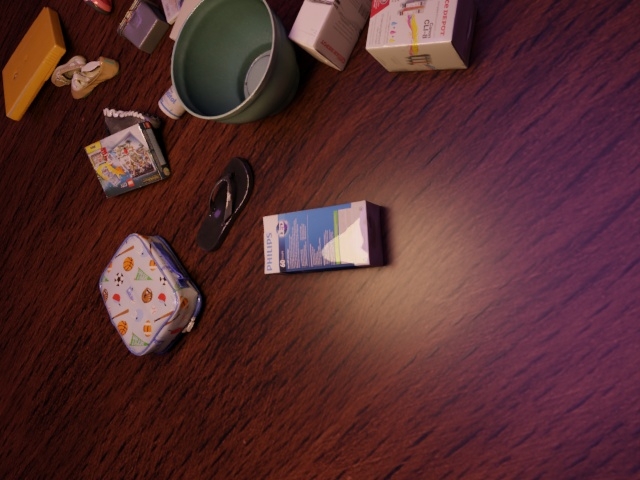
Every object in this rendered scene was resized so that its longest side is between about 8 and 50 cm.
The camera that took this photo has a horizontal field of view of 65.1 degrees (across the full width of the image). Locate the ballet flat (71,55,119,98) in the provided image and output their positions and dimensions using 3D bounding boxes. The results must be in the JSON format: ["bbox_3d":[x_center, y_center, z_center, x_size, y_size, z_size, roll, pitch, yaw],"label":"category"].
[{"bbox_3d":[-0.732,-0.519,1.578,0.232,0.073,0.080,-19,75,28],"label":"ballet flat"}]

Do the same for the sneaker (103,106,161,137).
[{"bbox_3d":[-0.546,-0.324,1.452,0.234,0.078,0.106,14,99,31],"label":"sneaker"}]

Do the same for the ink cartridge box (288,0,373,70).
[{"bbox_3d":[0.032,-0.490,1.084,0.082,0.139,0.191,34,102,27],"label":"ink cartridge box"}]

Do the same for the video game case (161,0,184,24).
[{"bbox_3d":[-0.401,-0.723,1.435,0.143,0.019,0.157,-26,72,26],"label":"video game case"}]

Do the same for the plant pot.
[{"bbox_3d":[-0.169,-0.399,1.162,0.293,0.196,0.293,-3,84,31],"label":"plant pot"}]

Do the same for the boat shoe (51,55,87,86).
[{"bbox_3d":[-0.826,-0.547,1.648,0.153,0.056,0.048,-24,69,19],"label":"boat shoe"}]

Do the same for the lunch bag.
[{"bbox_3d":[-0.446,0.139,1.324,0.243,0.115,0.303,-50,63,14],"label":"lunch bag"}]

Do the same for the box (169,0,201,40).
[{"bbox_3d":[-0.275,-0.622,1.298,0.094,0.113,0.275,33,100,29],"label":"box"}]

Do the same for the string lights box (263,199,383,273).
[{"bbox_3d":[0.000,0.000,1.092,0.259,0.076,0.134,-7,81,30],"label":"string lights box"}]

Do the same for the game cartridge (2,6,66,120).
[{"bbox_3d":[-0.990,-0.614,1.727,0.323,0.052,0.285,-41,55,19],"label":"game cartridge"}]

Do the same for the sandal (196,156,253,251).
[{"bbox_3d":[-0.244,-0.087,1.258,0.097,0.054,0.255,29,100,29],"label":"sandal"}]

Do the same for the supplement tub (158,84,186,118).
[{"bbox_3d":[-0.381,-0.389,1.360,0.107,0.071,0.071,-42,66,21],"label":"supplement tub"}]

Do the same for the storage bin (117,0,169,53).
[{"bbox_3d":[-0.509,-0.618,1.450,0.091,0.098,0.135,47,108,15],"label":"storage bin"}]

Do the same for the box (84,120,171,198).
[{"bbox_3d":[-0.547,-0.224,1.420,0.233,0.044,0.159,-12,106,29],"label":"box"}]

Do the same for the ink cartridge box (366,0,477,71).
[{"bbox_3d":[0.201,-0.418,0.985,0.176,0.127,0.128,8,89,30],"label":"ink cartridge box"}]

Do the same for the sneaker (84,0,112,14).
[{"bbox_3d":[-0.705,-0.859,1.572,0.136,0.116,0.314,-27,72,24],"label":"sneaker"}]
